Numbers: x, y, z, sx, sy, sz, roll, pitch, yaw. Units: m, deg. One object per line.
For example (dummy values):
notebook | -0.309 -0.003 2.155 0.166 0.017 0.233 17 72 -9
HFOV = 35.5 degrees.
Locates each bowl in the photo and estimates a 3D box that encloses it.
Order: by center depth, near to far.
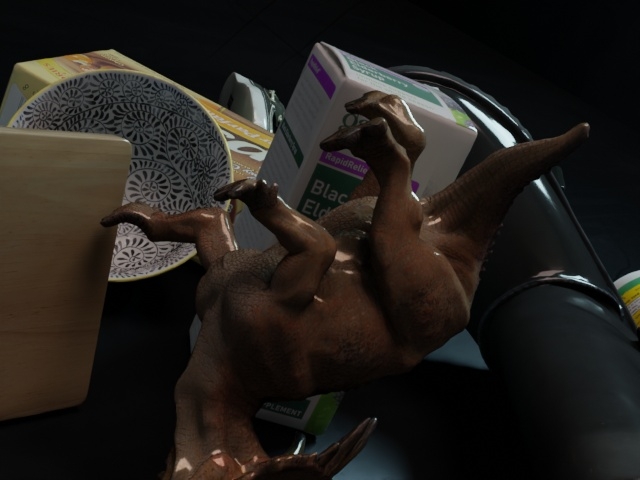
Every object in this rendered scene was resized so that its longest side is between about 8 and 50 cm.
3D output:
bowl | -0.154 -0.037 0.755 0.170 0.170 0.080 26 -23 0

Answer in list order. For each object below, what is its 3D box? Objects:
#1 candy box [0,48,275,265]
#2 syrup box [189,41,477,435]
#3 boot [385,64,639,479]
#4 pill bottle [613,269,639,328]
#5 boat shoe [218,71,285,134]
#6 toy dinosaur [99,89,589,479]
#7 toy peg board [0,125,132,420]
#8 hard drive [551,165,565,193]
candy box | -0.108 -0.061 0.895 0.316 0.088 0.183 29 20 6
syrup box | 0.000 0.000 0.661 0.093 0.237 0.096 19 21 -19
boot | 0.143 0.073 0.671 0.367 0.146 0.445 45 19 -13
pill bottle | 0.354 0.125 0.947 0.117 0.118 0.208 14 23 -28
boat shoe | -0.071 -0.142 1.152 0.070 0.078 0.219 18 20 -17
toy dinosaur | 0.013 0.043 0.536 0.200 0.295 0.127 66 -9 -14
toy peg board | -0.200 0.012 0.534 0.079 0.161 0.161 21 14 35
hard drive | 0.232 -0.017 1.119 0.022 0.135 0.094 26 20 2
